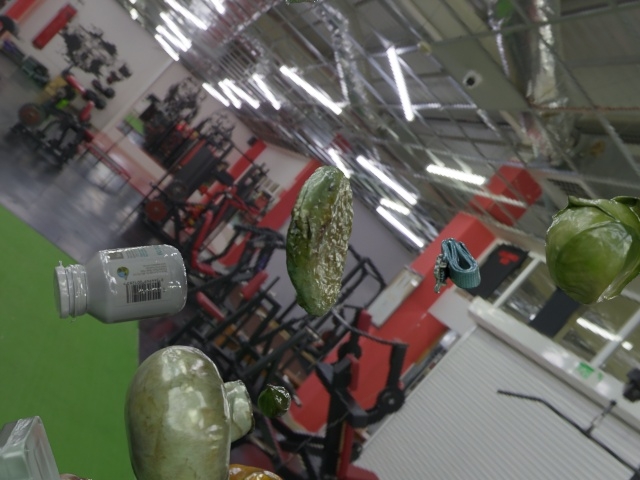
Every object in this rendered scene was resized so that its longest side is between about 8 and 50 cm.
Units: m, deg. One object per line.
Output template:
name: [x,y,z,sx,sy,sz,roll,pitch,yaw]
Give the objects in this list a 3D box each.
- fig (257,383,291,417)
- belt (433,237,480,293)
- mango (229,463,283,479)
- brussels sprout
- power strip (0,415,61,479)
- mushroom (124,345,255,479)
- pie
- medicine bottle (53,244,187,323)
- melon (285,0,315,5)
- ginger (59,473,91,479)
fig: [-0.162,0.545,2.188,0.117,0.117,0.177,42,-21,23]
belt: [0.279,0.050,1.369,0.179,0.100,0.065,-90,173,-69]
mango: [-0.194,0.676,1.697,0.187,0.144,0.359,29,-31,-26]
brussels sprout: [0.703,0.010,1.619,0.260,0.294,0.227,16,18,-29]
power strip: [-0.590,0.512,1.307,0.261,0.141,0.229,-135,-146,-74]
mushroom: [-0.285,0.397,1.374,0.352,0.261,0.352,169,-90,-67]
pie: [0.000,0.000,1.159,0.079,0.276,0.277,10,-11,14]
medicine bottle: [-0.363,0.081,1.154,0.215,0.135,0.135,-5,26,-29]
melon: [0.011,-0.588,1.394,0.093,0.202,0.139,47,32,-17]
ginger: [-0.586,0.809,1.727,0.254,0.176,0.418,-19,72,-47]
